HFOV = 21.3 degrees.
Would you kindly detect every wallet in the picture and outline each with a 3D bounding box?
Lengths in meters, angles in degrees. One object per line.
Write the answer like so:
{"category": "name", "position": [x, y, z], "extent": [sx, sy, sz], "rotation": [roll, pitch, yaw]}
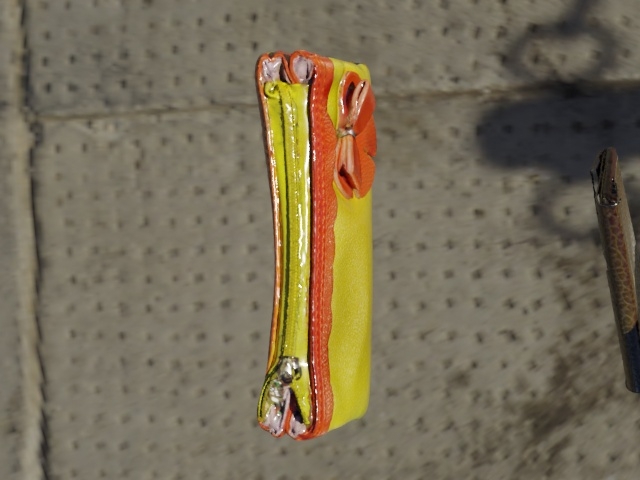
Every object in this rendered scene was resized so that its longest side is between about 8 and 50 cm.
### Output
{"category": "wallet", "position": [0.000, 0.000, 1.069], "extent": [0.067, 0.141, 0.241], "rotation": [-1, 92, 12]}
{"category": "wallet", "position": [0.330, 0.034, 1.863], "extent": [0.039, 0.133, 0.243], "rotation": [-6, 119, 16]}
